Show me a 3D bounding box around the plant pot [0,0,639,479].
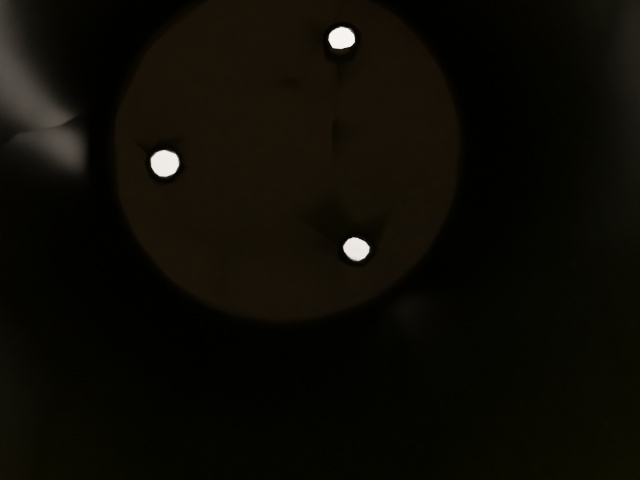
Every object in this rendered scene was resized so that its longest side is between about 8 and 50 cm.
[{"bbox_3d":[0.000,0.000,0.524,0.274,0.293,0.275,-1,-76,-3],"label":"plant pot"}]
